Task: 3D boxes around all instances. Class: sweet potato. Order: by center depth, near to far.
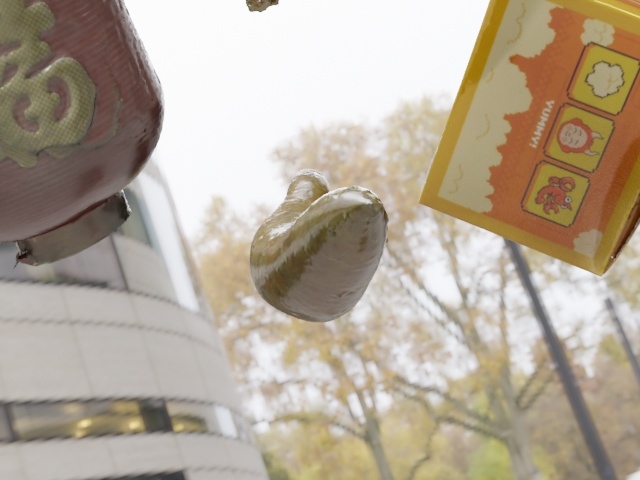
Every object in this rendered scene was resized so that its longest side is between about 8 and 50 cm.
[{"bbox_3d":[-0.004,0.005,0.996,0.108,0.079,0.346,-57,11,1],"label":"sweet potato"}]

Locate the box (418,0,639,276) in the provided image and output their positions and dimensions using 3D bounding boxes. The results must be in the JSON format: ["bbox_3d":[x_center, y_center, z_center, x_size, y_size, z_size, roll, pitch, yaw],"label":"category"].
[{"bbox_3d":[0.260,-0.159,1.327,0.283,0.213,0.259,-53,-18,-58],"label":"box"}]

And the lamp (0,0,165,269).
[{"bbox_3d":[-0.195,-0.107,0.751,0.180,0.258,0.180,-21,21,9],"label":"lamp"}]

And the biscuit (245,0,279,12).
[{"bbox_3d":[-0.058,-0.422,1.708,0.131,0.237,0.026,-16,-17,36],"label":"biscuit"}]
